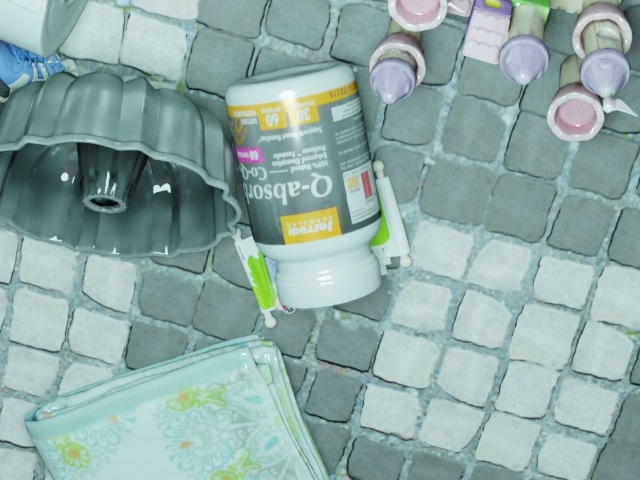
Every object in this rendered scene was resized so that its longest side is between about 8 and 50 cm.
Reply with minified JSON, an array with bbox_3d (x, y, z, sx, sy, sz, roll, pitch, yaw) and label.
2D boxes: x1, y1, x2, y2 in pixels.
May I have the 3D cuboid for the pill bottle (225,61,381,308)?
[{"bbox_3d":[-0.013,-0.068,1.640,0.162,0.162,0.278,-9,102,9],"label":"pill bottle"}]

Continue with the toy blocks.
[{"bbox_3d":[0.212,-0.256,1.471,0.288,0.260,0.309,15,128,0],"label":"toy blocks"}]

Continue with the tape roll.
[{"bbox_3d":[-0.302,-0.352,1.505,0.100,0.286,0.286,23,112,-4],"label":"tape roll"}]

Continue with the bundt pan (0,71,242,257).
[{"bbox_3d":[-0.250,-0.097,1.620,0.331,0.124,0.331,5,156,2],"label":"bundt pan"}]

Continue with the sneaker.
[{"bbox_3d":[-0.360,-0.215,1.623,0.081,0.211,0.080,-33,79,5],"label":"sneaker"}]

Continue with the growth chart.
[{"bbox_3d":[0.000,0.000,1.757,0.237,0.021,0.172,-22,107,13],"label":"growth chart"}]

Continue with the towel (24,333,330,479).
[{"bbox_3d":[-0.182,0.320,1.864,0.374,0.090,0.320,-18,108,12],"label":"towel"}]
